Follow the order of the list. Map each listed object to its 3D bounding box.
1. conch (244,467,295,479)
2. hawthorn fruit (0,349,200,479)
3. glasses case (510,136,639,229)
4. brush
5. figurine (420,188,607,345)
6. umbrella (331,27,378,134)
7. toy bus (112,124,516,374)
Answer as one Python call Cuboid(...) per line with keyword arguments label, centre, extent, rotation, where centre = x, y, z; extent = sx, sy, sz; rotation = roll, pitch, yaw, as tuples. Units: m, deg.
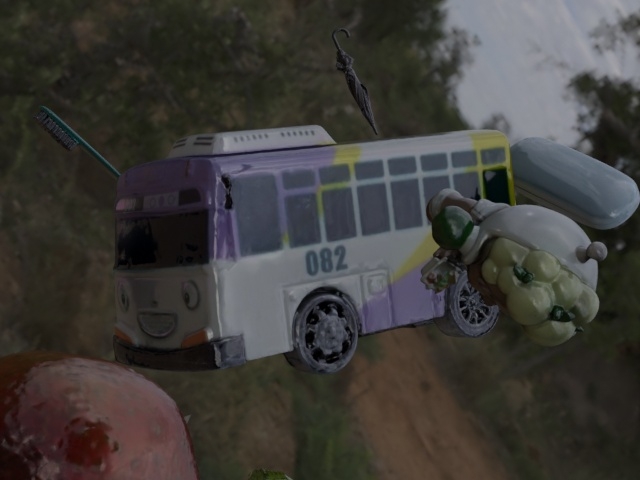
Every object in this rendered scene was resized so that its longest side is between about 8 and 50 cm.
Cuboid(label="conch", centre=(-0.035, 0.240, 1.008), extent=(0.121, 0.089, 0.074), rotation=(21, 4, -5))
Cuboid(label="hawthorn fruit", centre=(-0.344, 0.331, 1.715), extent=(0.402, 0.403, 0.403), rotation=(56, 9, -14))
Cuboid(label="glasses case", centre=(0.275, -0.066, 1.351), extent=(0.178, 0.067, 0.045), rotation=(32, -20, 44))
Cuboid(label="brush", centre=(-0.387, -0.144, 1.950), extent=(0.193, 0.032, 0.043), rotation=(45, -17, -21))
Cuboid(label="figurine", centre=(0.137, 0.016, 0.910), extent=(0.147, 0.093, 0.197), rotation=(34, -7, -26))
Cuboid(label="umbrella", centre=(0.029, -0.145, 1.107), extent=(0.013, 0.022, 0.122), rotation=(72, 2, -63))
Cuboid(label="toy bus", centre=(0.000, 0.000, 1.297), extent=(0.440, 0.209, 0.249), rotation=(-9, 95, -38))
